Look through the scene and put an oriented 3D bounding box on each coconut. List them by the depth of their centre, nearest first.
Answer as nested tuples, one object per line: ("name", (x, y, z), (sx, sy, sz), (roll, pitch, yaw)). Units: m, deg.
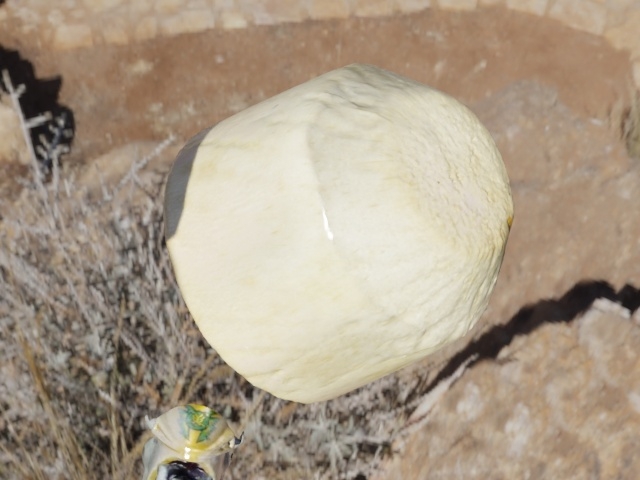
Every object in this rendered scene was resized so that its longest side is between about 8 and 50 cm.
("coconut", (0.000, 0.000, 0.971), (0.328, 0.329, 0.329), (2, 55, -2))

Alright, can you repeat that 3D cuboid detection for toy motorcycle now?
("toy motorcycle", (-0.118, 0.201, 0.976), (0.094, 0.229, 0.130), (11, 90, -5))
